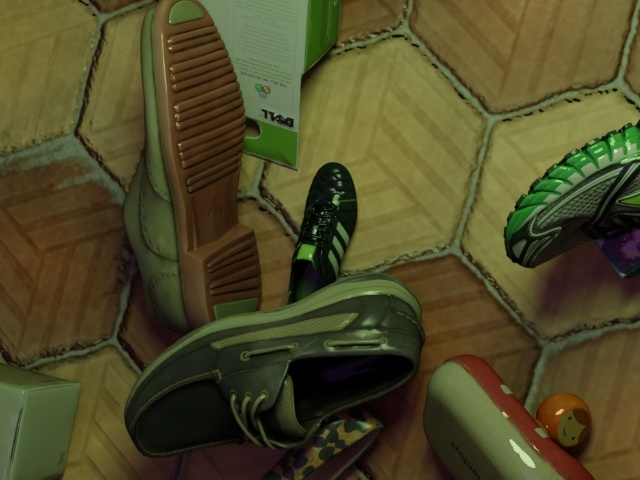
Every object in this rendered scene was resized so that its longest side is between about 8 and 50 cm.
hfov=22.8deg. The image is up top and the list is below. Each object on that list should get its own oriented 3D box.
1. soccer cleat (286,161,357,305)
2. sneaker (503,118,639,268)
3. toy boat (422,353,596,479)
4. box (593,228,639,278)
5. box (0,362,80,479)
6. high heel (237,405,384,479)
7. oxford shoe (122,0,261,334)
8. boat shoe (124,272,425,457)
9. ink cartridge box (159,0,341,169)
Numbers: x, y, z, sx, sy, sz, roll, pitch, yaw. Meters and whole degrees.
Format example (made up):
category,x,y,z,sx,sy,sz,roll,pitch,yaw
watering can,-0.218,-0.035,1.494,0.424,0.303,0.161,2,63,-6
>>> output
category,x,y,z,sx,sy,sz,roll,pitch,yaw
soccer cleat,0.000,0.000,1.780,0.060,0.072,0.179,11,93,20
sneaker,0.339,-0.050,1.561,0.344,0.134,0.146,-25,81,17
toy boat,0.222,0.211,1.671,0.151,0.151,0.231,-25,57,-21
box,0.385,-0.072,1.649,0.244,0.060,0.100,-39,77,15
box,-0.462,0.198,1.907,0.311,0.148,0.121,12,93,18
high heel,-0.014,0.308,1.766,0.186,0.093,0.261,-7,79,24
oxford shoe,-0.171,-0.076,1.780,0.146,0.140,0.397,4,104,34
boat shoe,-0.053,0.152,1.721,0.355,0.130,0.132,-26,124,9
ink cartridge box,-0.082,-0.232,1.812,0.189,0.097,0.255,19,130,19
